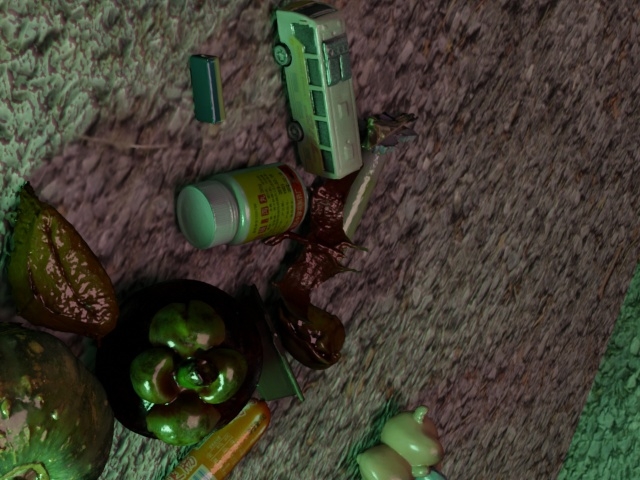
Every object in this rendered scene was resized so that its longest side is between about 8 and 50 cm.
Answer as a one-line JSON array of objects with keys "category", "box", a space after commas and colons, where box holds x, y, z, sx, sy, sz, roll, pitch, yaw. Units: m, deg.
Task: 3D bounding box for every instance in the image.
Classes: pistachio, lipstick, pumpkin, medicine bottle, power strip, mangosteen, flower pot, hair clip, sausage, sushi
[{"category": "pistachio", "box": [-0.025, 0.194, 1.711, 0.130, 0.165, 0.210, -46, 123, 0]}, {"category": "lipstick", "box": [0.056, -0.064, 1.767, 0.076, 0.076, 0.304, 30, 81, -46]}, {"category": "pumpkin", "box": [-0.474, 0.269, 1.204, 0.292, 0.257, 0.327, -29, 135, -18]}, {"category": "medicine bottle", "box": [-0.145, -0.065, 1.515, 0.226, 0.139, 0.139, -16, 115, -41]}, {"category": "power strip", "box": [-0.203, -0.275, 1.446, 0.032, 0.056, 0.123, -23, 118, -40]}, {"category": "mangosteen", "box": [-0.234, 0.210, 1.409, 0.300, 0.300, 0.300, -17, 115, -41]}, {"category": "flower pot", "box": [-0.119, 0.225, 1.639, 0.084, 0.179, 0.250, -23, 123, -5]}, {"category": "hair clip", "box": [0.144, -0.245, 1.747, 0.292, 0.106, 0.084, -30, 142, -60]}, {"category": "sausage", "box": [-0.206, 0.433, 1.657, 0.312, 0.093, 0.093, -46, 131, -25]}, {"category": "sushi", "box": [-0.423, 0.058, 1.259, 0.149, 0.140, 0.287, -39, 104, -19]}]

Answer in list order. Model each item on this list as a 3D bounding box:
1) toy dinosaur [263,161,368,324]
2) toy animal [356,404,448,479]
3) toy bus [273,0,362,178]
[{"category": "toy dinosaur", "box": [0.010, -0.002, 1.661, 0.327, 0.113, 0.206, -44, 91, -15]}, {"category": "toy animal", "box": [0.204, 0.562, 2.058, 0.221, 0.229, 0.210, -9, 150, -2]}, {"category": "toy bus", "box": [-0.003, -0.293, 1.585, 0.097, 0.138, 0.342, -28, 124, -33]}]
